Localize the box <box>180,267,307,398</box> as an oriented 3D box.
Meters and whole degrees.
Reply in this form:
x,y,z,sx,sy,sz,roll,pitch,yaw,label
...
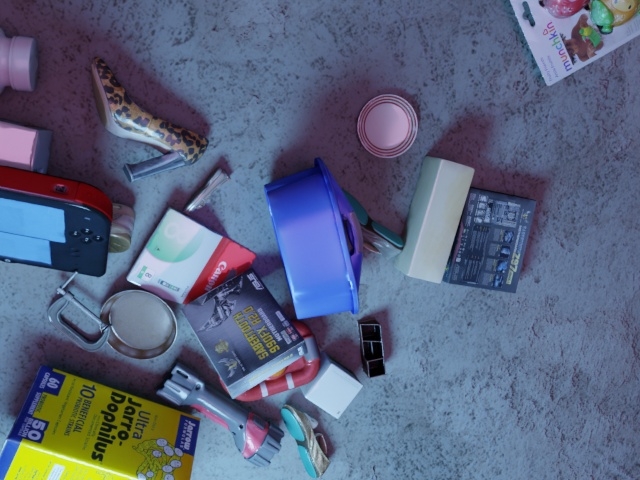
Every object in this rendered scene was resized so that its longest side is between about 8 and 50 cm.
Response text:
x,y,z,sx,sy,sz,roll,pitch,yaw,label
-0.163,0.188,1.424,0.183,0.231,0.056,-29,144,-14,box

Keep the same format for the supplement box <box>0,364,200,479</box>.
x,y,z,sx,sy,sz,roll,pitch,yaw,label
-0.456,0.440,1.393,0.356,0.194,0.195,24,121,-17,supplement box

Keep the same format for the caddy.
x,y,z,sx,sy,sz,roll,pitch,yaw,label
0.000,0.000,1.423,0.179,0.241,0.341,-14,104,-4,caddy

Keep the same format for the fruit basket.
x,y,z,sx,sy,sz,roll,pitch,yaw,label
0.597,-0.569,1.491,0.353,0.165,0.327,-30,106,-2,fruit basket

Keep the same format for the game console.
x,y,z,sx,sy,sz,roll,pitch,yaw,label
-0.587,-0.032,1.252,0.386,0.342,0.060,12,59,-15,game console

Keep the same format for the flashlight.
x,y,z,sx,sy,sz,roll,pitch,yaw,label
-0.228,0.395,1.524,0.304,0.103,0.103,35,66,-13,flashlight

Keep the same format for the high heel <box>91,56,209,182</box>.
x,y,z,sx,sy,sz,roll,pitch,yaw,label
-0.349,-0.264,1.385,0.186,0.093,0.261,-23,97,-26,high heel

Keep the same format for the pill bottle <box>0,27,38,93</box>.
x,y,z,sx,sy,sz,roll,pitch,yaw,label
-0.662,-0.340,1.255,0.246,0.136,0.136,3,100,-14,pill bottle

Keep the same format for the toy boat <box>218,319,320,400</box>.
x,y,z,sx,sy,sz,roll,pitch,yaw,label
-0.110,0.265,1.480,0.231,0.151,0.151,-16,85,-10,toy boat

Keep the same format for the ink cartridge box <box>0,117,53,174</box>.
x,y,z,sx,sy,sz,roll,pitch,yaw,label
-0.656,-0.182,1.255,0.273,0.198,0.115,11,96,-15,ink cartridge box

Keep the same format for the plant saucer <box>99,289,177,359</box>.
x,y,z,sx,sy,sz,roll,pitch,yaw,label
-0.388,0.177,1.455,0.168,0.029,0.168,1,110,3,plant saucer

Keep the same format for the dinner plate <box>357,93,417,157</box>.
x,y,z,sx,sy,sz,roll,pitch,yaw,label
0.149,-0.256,1.521,0.141,0.017,0.141,-3,101,-13,dinner plate

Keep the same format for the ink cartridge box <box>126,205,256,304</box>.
x,y,z,sx,sy,sz,roll,pitch,yaw,label
-0.275,0.057,1.466,0.225,0.056,0.181,31,93,-15,ink cartridge box

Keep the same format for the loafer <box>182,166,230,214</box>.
x,y,z,sx,sy,sz,roll,pitch,yaw,label
-0.242,-0.100,1.449,0.039,0.045,0.125,40,87,-23,loafer

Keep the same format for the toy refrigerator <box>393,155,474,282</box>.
x,y,z,sx,sy,sz,roll,pitch,yaw,label
0.260,-0.048,1.543,0.094,0.102,0.269,14,97,-15,toy refrigerator

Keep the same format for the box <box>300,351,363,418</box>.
x,y,z,sx,sy,sz,roll,pitch,yaw,label
0.022,0.334,1.569,0.101,0.087,0.102,38,91,-17,box

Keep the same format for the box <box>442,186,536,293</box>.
x,y,z,sx,sy,sz,roll,pitch,yaw,label
0.397,-0.001,1.606,0.183,0.059,0.232,9,98,-14,box

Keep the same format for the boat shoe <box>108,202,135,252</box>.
x,y,z,sx,sy,sz,roll,pitch,yaw,label
-0.530,-0.054,1.369,0.302,0.109,0.098,11,60,-13,boat shoe

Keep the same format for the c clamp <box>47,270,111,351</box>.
x,y,z,sx,sy,sz,roll,pitch,yaw,label
-0.503,0.161,1.426,0.137,0.022,0.160,-37,106,17,c clamp

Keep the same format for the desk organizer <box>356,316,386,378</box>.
x,y,z,sx,sy,sz,roll,pitch,yaw,label
0.121,0.253,1.595,0.047,0.050,0.130,-10,103,-11,desk organizer

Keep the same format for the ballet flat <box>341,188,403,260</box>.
x,y,z,sx,sy,sz,roll,pitch,yaw,label
0.095,-0.028,1.530,0.213,0.072,0.068,39,121,-14,ballet flat

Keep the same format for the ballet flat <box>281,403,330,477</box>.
x,y,z,sx,sy,sz,roll,pitch,yaw,label
-0.030,0.462,1.602,0.067,0.073,0.206,-31,111,-34,ballet flat
